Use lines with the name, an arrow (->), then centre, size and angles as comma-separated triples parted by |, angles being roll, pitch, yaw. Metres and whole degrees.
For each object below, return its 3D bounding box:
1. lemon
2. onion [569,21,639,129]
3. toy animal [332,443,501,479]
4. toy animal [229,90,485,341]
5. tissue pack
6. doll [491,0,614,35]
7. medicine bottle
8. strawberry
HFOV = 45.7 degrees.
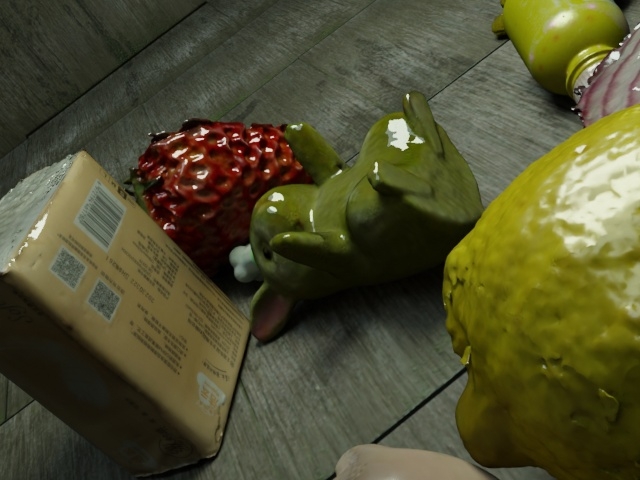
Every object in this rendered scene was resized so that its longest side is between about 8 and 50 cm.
lemon -> 0.221, 0.038, 0.484 | 0.320, 0.245, 0.245 | -34, 30, 3
onion -> 0.397, -0.152, 0.685 | 0.314, 0.146, 0.280 | -42, 22, 6
toy animal -> 0.047, 0.250, 0.447 | 0.210, 0.229, 0.221 | -54, -21, 25
toy animal -> -0.005, -0.014, 0.856 | 0.363, 0.180, 0.181 | -20, 39, 29
tissue pack -> -0.262, 0.098, 0.843 | 0.238, 0.305, 0.238 | -28, 31, 19
doll -> 0.325, -0.351, 1.072 | 0.209, 0.097, 0.137 | -4, 49, 51
medicine bottle -> 0.304, -0.226, 0.893 | 0.122, 0.122, 0.212 | -27, 46, 16
strawberry -> -0.136, -0.036, 1.055 | 0.253, 0.280, 0.150 | -46, 63, 38
